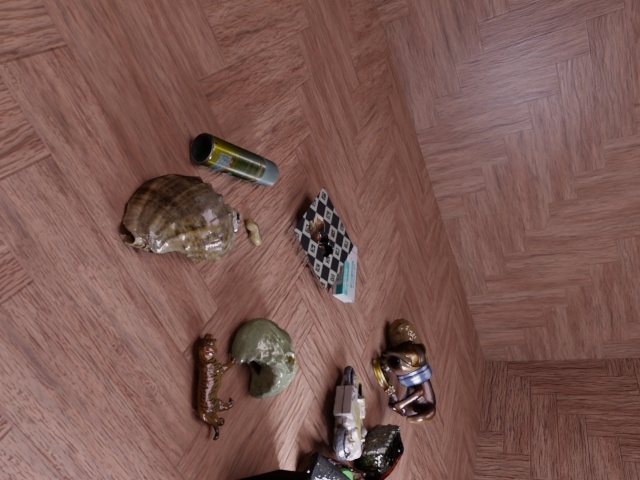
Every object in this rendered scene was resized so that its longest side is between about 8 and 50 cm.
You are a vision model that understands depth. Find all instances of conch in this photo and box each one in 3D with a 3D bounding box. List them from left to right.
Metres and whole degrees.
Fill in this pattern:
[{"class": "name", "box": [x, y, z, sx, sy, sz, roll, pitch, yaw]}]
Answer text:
[{"class": "conch", "box": [-0.283, -0.052, 1.066, 0.291, 0.159, 0.210, -14, 95, -59]}]

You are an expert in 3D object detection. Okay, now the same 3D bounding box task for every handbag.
[{"class": "handbag", "box": [-0.002, 0.631, 1.058, 0.175, 0.088, 0.270, 45, 46, -37]}]

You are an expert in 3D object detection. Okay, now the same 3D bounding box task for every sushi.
[{"class": "sushi", "box": [0.000, 0.000, 1.668, 0.290, 0.050, 0.264, 62, 41, -31]}, {"class": "sushi", "box": [0.215, 0.771, 1.744, 0.225, 0.136, 0.126, -28, 104, -53]}]

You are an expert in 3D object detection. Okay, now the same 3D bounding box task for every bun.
[{"class": "bun", "box": [-0.136, 0.311, 1.259, 0.212, 0.126, 0.204, 46, 42, -45]}]

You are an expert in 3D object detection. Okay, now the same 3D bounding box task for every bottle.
[{"class": "bottle", "box": [-0.224, -0.214, 1.301, 0.286, 0.082, 0.082, 13, 70, -59]}]

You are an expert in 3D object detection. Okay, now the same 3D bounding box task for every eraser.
[{"class": "eraser", "box": [0.095, 0.116, 1.808, 0.095, 0.052, 0.225, 36, 52, -49]}]

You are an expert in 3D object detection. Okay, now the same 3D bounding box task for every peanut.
[{"class": "peanut", "box": [-0.189, -0.025, 1.357, 0.037, 0.037, 0.083, -36, 108, -59]}, {"class": "peanut", "box": [0.395, 0.482, 2.158, 0.291, 0.143, 0.159, 64, 1, -18]}]

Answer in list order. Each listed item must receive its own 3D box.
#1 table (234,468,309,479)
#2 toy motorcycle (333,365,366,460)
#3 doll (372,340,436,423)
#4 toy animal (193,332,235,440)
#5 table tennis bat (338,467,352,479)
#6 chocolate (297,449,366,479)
[{"class": "table", "box": [-0.091, 0.724, 1.140, 0.250, 0.196, 0.282, 30, 56, -56]}, {"class": "toy motorcycle", "box": [0.102, 0.603, 1.606, 0.340, 0.108, 0.223, -78, 154, -51]}, {"class": "doll", "box": [0.368, 0.595, 1.997, 0.318, 0.209, 0.340, -22, 98, -59]}, {"class": "toy animal", "box": [-0.255, 0.342, 1.115, 0.099, 0.057, 0.241, 19, 66, -51]}, {"class": "table tennis bat", "box": [0.006, 0.761, 1.423, 0.257, 0.039, 0.160, 16, 99, -48]}, {"class": "chocolate", "box": [0.033, 0.727, 1.495, 0.102, 0.065, 0.329, -52, 135, -7]}]
